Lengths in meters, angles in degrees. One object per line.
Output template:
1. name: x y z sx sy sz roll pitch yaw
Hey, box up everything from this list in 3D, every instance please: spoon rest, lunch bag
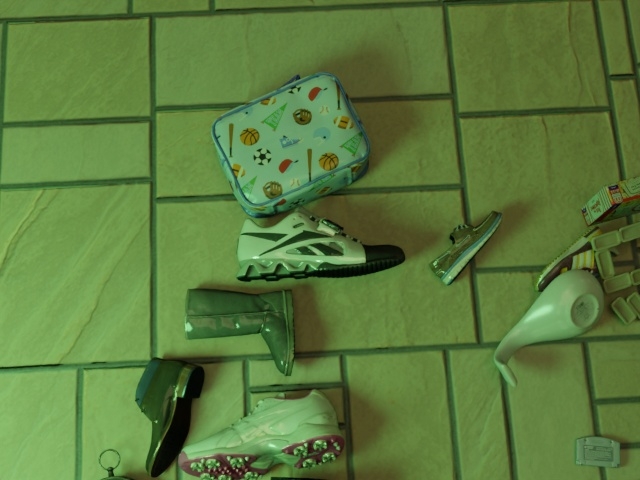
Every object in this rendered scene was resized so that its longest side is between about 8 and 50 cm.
1. spoon rest: 0.437 0.164 1.593 0.276 0.084 0.137 -37 111 -14
2. lunch bag: -0.056 -0.199 1.671 0.303 0.115 0.243 -24 74 -6

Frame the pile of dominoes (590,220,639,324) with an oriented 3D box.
1. pile of dominoes: 0.664 0.049 1.642 0.251 0.040 0.195 -17 98 -7

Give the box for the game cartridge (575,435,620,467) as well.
1. game cartridge: 0.525 0.400 1.569 0.083 0.017 0.056 5 79 0

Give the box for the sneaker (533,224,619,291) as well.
1. sneaker: 0.507 0.053 1.634 0.185 0.069 0.084 -40 79 -8

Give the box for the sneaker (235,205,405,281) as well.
1. sneaker: 0.000 0.000 1.612 0.331 0.122 0.146 -1 77 -2

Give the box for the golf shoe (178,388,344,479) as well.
1. golf shoe: -0.112 0.362 1.537 0.306 0.115 0.140 -10 49 0

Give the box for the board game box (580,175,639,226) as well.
1. board game box: 0.633 -0.091 1.634 0.194 0.147 0.045 -15 76 -4

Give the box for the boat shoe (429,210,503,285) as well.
1. boat shoe: 0.289 0.001 1.645 0.066 0.066 0.183 40 78 10

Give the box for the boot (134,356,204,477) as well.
1. boot: -0.303 0.326 1.559 0.106 0.082 0.219 16 79 26

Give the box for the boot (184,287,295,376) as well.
1. boot: -0.155 0.174 1.588 0.209 0.076 0.189 -1 61 -8

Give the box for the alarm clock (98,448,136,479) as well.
1. alarm clock: -0.374 0.477 1.509 0.129 0.064 0.192 -10 78 -3

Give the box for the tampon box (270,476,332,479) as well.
1. tampon box: -0.028 0.505 1.464 0.102 0.120 0.160 9 75 -23
